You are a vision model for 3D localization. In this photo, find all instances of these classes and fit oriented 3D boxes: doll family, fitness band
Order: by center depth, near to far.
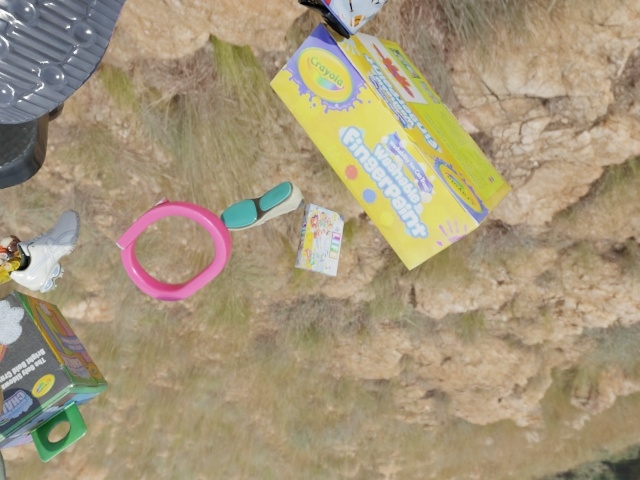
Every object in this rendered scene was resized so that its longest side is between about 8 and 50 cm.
[{"bbox_3d":[-0.699,0.053,0.981,0.263,0.163,0.118,8,132,36],"label":"doll family"},{"bbox_3d":[-0.332,0.025,1.040,0.291,0.054,0.209,-35,107,27],"label":"fitness band"}]

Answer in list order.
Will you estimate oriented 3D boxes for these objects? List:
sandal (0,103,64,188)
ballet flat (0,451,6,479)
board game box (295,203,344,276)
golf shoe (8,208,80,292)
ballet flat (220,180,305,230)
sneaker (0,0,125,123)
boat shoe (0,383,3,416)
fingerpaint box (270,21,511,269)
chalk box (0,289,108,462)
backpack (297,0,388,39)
[{"bbox_3d":[-0.525,-0.239,0.792,0.168,0.445,0.107,-3,143,-10],"label":"sandal"},{"bbox_3d":[-0.459,0.353,0.612,0.072,0.213,0.068,-38,151,0],"label":"ballet flat"},{"bbox_3d":[0.000,0.000,1.102,0.104,0.153,0.026,17,163,-32],"label":"board game box"},{"bbox_3d":[-0.526,0.008,0.885,0.069,0.176,0.086,-9,150,36],"label":"golf shoe"},{"bbox_3d":[-0.149,-0.079,1.212,0.249,0.086,0.086,-19,137,27],"label":"ballet flat"},{"bbox_3d":[-0.285,-0.263,0.515,0.112,0.318,0.131,35,165,-35],"label":"sneaker"},{"bbox_3d":[-0.370,0.102,0.241,0.342,0.110,0.121,-5,110,-29],"label":"boat shoe"},{"bbox_3d":[0.166,-0.205,0.958,0.163,0.371,0.444,-40,84,33],"label":"fingerpaint box"},{"bbox_3d":[-0.551,0.273,0.883,0.180,0.288,0.179,-35,169,-14],"label":"chalk box"},{"bbox_3d":[0.020,-0.463,0.717,0.213,0.263,0.277,-33,142,31],"label":"backpack"}]
